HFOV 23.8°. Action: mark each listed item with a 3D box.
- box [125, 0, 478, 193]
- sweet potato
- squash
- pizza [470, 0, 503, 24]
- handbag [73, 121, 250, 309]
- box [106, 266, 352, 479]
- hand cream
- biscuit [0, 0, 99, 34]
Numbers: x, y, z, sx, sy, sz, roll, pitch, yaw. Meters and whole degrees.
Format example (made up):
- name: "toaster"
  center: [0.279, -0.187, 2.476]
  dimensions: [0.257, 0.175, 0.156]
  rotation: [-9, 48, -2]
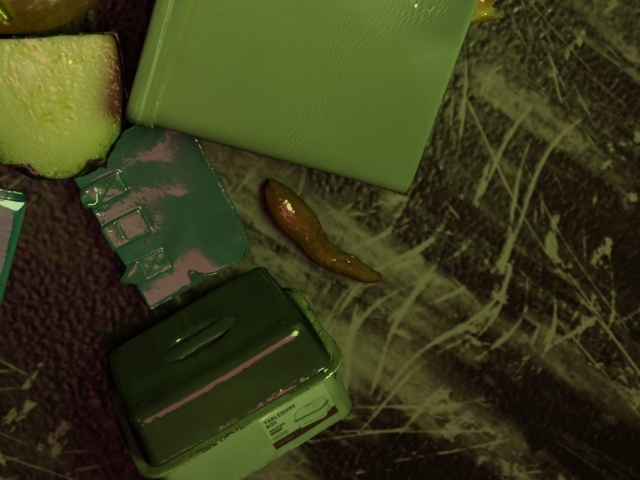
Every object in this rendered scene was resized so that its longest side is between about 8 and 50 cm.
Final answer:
- name: "box"
  center: [-0.012, -0.264, 1.751]
  dimensions: [0.344, 0.177, 0.352]
  rotation: [16, 116, -6]
- name: "sweet potato"
  center: [0.000, 0.001, 1.976]
  dimensions: [0.050, 0.050, 0.214]
  rotation: [-45, 115, 3]
- name: "squash"
  center: [-0.322, -0.170, 1.825]
  dimensions: [0.192, 0.085, 0.184]
  rotation: [-2, 114, -1]
- name: "pizza"
  center: [0.063, -0.365, 1.836]
  dimensions: [0.365, 0.074, 0.182]
  rotation: [18, 100, -4]
- name: "handbag"
  center: [-0.207, -0.043, 1.906]
  dimensions: [0.179, 0.062, 0.229]
  rotation: [-29, 111, 0]
- name: "box"
  center: [-0.120, 0.181, 1.911]
  dimensions: [0.290, 0.220, 0.166]
  rotation: [-31, 123, -4]
- name: "hand cream"
  center: [-0.425, 0.042, 1.891]
  dimensions: [0.083, 0.048, 0.224]
  rotation: [10, 98, -17]
- name: "biscuit"
  center: [-0.327, -0.433, 1.742]
  dimensions: [0.350, 0.070, 0.394]
  rotation: [-1, 105, -16]
